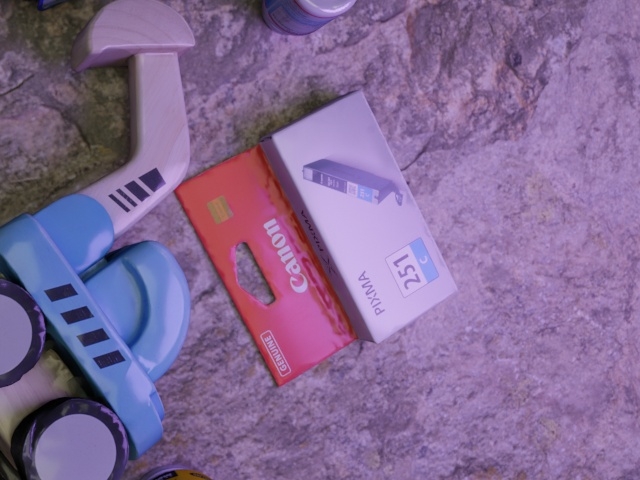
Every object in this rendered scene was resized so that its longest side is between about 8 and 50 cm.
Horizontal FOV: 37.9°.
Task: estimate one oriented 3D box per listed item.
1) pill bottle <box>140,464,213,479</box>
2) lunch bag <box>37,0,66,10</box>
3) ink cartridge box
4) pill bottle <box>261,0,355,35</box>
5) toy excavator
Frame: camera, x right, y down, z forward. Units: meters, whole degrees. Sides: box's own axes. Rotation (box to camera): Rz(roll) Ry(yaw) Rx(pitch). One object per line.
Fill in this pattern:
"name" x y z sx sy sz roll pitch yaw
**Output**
"pill bottle" -0.152 0.326 1.049 0.119 0.208 0.119 0 91 -20
"lunch bag" -0.309 -0.312 1.033 0.151 0.129 0.096 6 90 -21
"ink cartridge box" 0.000 0.000 1.178 0.261 0.066 0.296 -30 100 -18
"pill bottle" -0.018 -0.295 1.118 0.087 0.160 0.087 0 91 -19
"toy excavator" -0.249 0.003 1.040 0.445 0.222 0.433 -38 102 -29
